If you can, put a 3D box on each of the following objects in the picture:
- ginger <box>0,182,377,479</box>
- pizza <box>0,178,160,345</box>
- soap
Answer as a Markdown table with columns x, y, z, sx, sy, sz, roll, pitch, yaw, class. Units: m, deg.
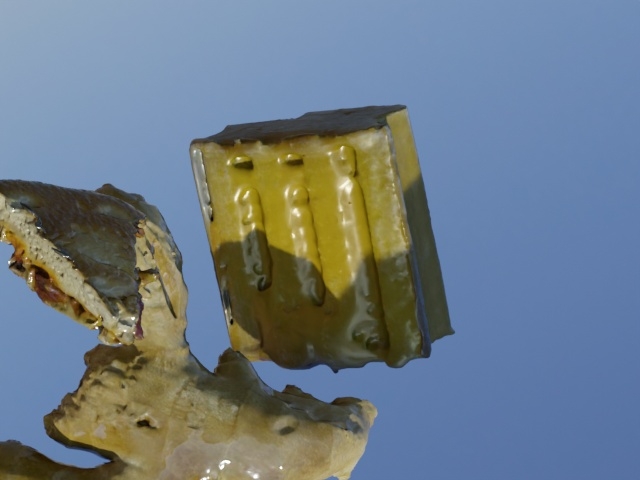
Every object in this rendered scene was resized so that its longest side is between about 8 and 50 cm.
| x | y | z | sx | sy | sz | roll | pitch | yaw | class |
| --- | --- | --- | --- | --- | --- | --- | --- | --- | --- |
| -0.151 | 0.183 | 1.685 | 0.363 | 0.348 | 0.122 | -58 | -175 | -21 | ginger |
| -0.201 | 0.026 | 1.576 | 0.069 | 0.154 | 0.194 | -54 | -134 | 26 | pizza |
| 0.000 | 0.000 | 2.123 | 0.259 | 0.281 | 0.143 | -3 | -161 | 25 | soap |
